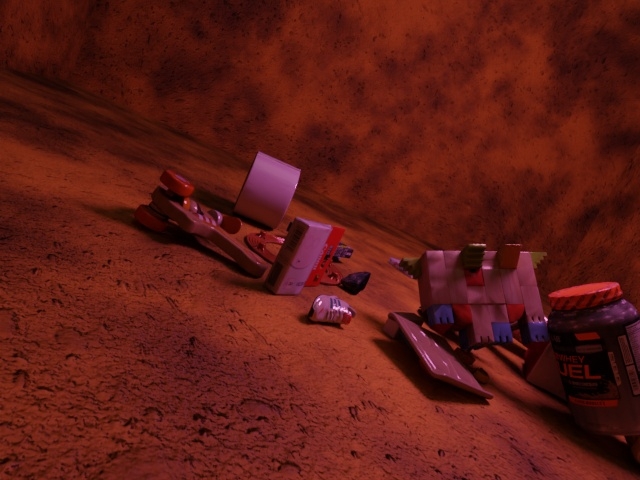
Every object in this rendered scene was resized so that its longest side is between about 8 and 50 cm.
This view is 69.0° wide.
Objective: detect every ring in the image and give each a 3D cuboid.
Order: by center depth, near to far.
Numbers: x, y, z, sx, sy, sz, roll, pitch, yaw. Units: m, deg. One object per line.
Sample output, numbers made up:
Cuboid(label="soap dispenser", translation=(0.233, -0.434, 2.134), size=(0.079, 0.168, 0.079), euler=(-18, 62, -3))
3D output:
Cuboid(label="ring", translation=(-0.074, 0.046, 1.469), size=(0.337, 0.032, 0.336), euler=(24, 12, -6))

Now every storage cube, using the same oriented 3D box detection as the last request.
Cuboid(label="storage cube", translation=(0.732, 0.348, 1.373), size=(0.184, 0.215, 0.193), euler=(29, 18, 16))

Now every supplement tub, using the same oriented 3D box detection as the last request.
Cuboid(label="supplement tub", translation=(0.699, 0.286, 1.163), size=(0.207, 0.338, 0.207), euler=(-13, -5, -1))

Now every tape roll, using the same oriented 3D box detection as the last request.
Cuboid(label="tape roll", translation=(-0.199, -0.182, 1.699), size=(0.169, 0.246, 0.246), euler=(22, 12, -12))

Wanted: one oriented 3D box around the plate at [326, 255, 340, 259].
Cuboid(label="plate", translation=(-0.006, 0.019, 1.755), size=(0.188, 0.024, 0.188), euler=(25, 11, -5))

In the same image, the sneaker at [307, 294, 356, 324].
Cuboid(label="sneaker", translation=(0.033, 0.166, 1.083), size=(0.075, 0.057, 0.161), euler=(24, 7, 24))

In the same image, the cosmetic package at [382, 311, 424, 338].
Cuboid(label="cosmetic package", translation=(0.218, 0.222, 1.221), size=(0.115, 0.060, 0.041), euler=(14, 14, -48))

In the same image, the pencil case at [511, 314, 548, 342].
Cuboid(label="pencil case", translation=(0.689, 0.275, 1.618), size=(0.160, 0.167, 0.386), euler=(-37, 63, -26))

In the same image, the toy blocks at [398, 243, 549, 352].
Cuboid(label="toy blocks", translation=(0.413, 0.165, 1.212), size=(0.382, 0.260, 0.190), euler=(1, -23, -6))

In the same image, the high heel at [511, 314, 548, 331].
Cuboid(label="high heel", translation=(0.597, 0.277, 1.442), size=(0.093, 0.186, 0.261), euler=(37, 6, -11))

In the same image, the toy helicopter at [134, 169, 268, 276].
Cuboid(label="toy helicopter", translation=(-0.279, -0.024, 1.204), size=(0.355, 0.140, 0.235), euler=(38, 4, 7))

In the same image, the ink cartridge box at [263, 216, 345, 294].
Cuboid(label="ink cartridge box", translation=(-0.018, 0.047, 1.181), size=(0.066, 0.189, 0.232), euler=(34, 14, 37))

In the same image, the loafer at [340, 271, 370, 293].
Cuboid(label="loafer", translation=(0.114, 0.121, 1.460), size=(0.061, 0.062, 0.170), euler=(24, 9, 17))

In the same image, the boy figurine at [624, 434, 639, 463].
Cuboid(label="boy figurine", translation=(0.812, 0.516, 1.077), size=(0.177, 0.092, 0.285), euler=(23, 14, 1))

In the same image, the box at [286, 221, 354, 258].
Cuboid(label="box", translation=(0.000, 0.000, 1.673), size=(0.184, 0.045, 0.191), euler=(34, 12, 31))

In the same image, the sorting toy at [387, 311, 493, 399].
Cuboid(label="sorting toy", translation=(0.306, 0.292, 1.116), size=(0.307, 0.041, 0.229), euler=(29, 14, -34))

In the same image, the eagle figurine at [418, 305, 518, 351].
Cuboid(label="eagle figurine", translation=(0.453, 0.212, 1.462), size=(0.226, 0.225, 0.298), euler=(6, 26, -11))

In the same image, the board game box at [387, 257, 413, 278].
Cuboid(label="board game box", translation=(0.388, 0.129, 2.087), size=(0.103, 0.026, 0.154), euler=(15, 15, -40))
